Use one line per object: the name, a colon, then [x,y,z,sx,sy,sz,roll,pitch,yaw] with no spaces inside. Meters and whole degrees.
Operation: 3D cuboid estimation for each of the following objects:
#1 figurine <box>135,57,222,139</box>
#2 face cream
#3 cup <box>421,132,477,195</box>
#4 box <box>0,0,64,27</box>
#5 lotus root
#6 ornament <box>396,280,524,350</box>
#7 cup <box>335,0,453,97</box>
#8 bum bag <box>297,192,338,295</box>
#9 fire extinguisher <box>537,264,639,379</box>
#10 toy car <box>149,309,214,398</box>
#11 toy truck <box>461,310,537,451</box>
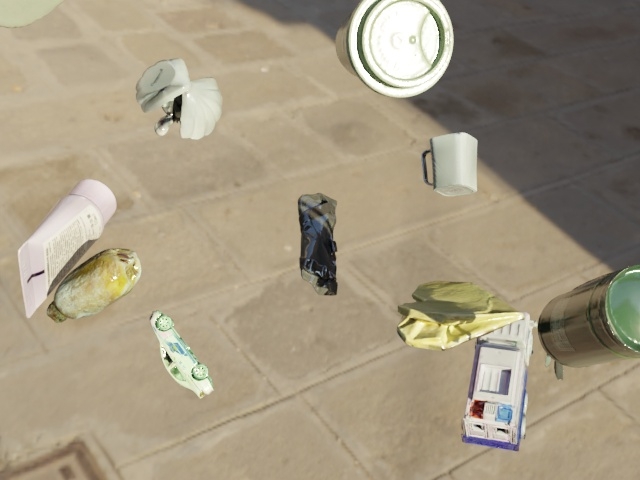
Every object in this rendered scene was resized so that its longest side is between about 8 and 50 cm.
figurine: [-0.165,-0.162,0.990,0.082,0.086,0.094,14,68,34]
face cream: [-0.459,-0.001,1.487,0.096,0.154,0.274,16,38,5]
cup: [0.290,-0.172,1.903,0.128,0.129,0.095,-8,-15,33]
box: [-0.278,-0.363,0.658,0.373,0.367,0.090,32,44,-48]
lotus root: [-0.390,0.081,1.423,0.088,0.192,0.113,56,18,-10]
ornament: [0.217,0.107,1.262,0.180,0.059,0.201,2,14,21]
cup: [0.074,-0.222,0.930,0.120,0.120,0.141,2,13,-14]
bum bag: [0.000,0.000,1.450,0.087,0.049,0.198,18,59,-34]
fire extinguisher: [0.307,0.093,0.935,0.093,0.294,0.118,9,78,-1]
toy car: [-0.320,0.257,1.876,0.076,0.090,0.224,-37,87,-9]
toy truck: [0.348,0.257,1.628,0.124,0.155,0.268,5,58,17]
